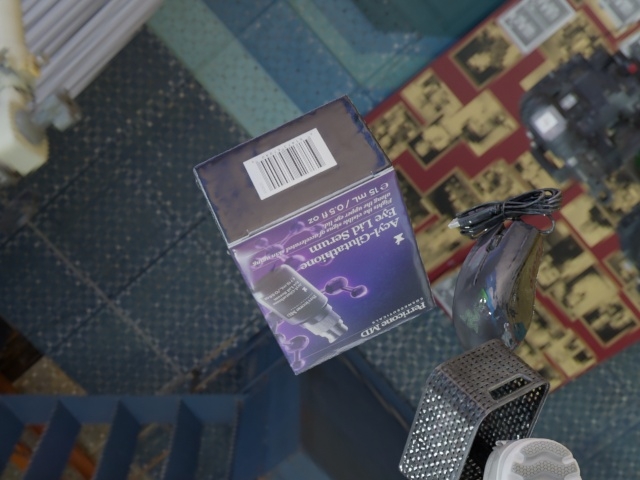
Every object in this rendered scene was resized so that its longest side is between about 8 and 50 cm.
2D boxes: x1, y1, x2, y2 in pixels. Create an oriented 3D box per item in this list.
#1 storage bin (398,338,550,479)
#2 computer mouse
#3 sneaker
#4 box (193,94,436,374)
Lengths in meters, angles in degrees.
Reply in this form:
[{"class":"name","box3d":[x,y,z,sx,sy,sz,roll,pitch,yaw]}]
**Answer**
[{"class":"storage bin","box3d":[0.175,0.216,1.230,0.122,0.180,0.084,-19,-133,-36]},{"class":"computer mouse","box3d":[0.243,0.043,1.524,0.072,0.189,0.272,34,-124,-35]},{"class":"sneaker","box3d":[0.196,0.322,1.006,0.105,0.281,0.115,6,178,-9]},{"class":"box","box3d":[0.000,0.000,0.951,0.108,0.153,0.207,62,177,41]}]
